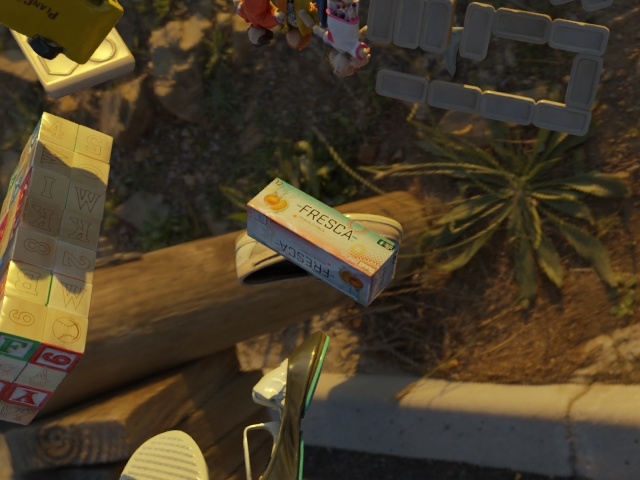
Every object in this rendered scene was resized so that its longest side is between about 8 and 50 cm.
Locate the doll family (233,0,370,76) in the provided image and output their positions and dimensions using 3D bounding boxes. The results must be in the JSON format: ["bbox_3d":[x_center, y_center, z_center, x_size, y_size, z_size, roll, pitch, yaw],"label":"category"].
[{"bbox_3d":[-0.004,-0.324,1.346,0.263,0.118,0.163,27,141,35],"label":"doll family"}]

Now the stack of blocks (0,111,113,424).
[{"bbox_3d":[-0.314,0.028,1.037,0.171,0.087,0.297,-46,35,41],"label":"stack of blocks"}]

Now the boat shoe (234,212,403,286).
[{"bbox_3d":[0.001,0.032,1.874,0.122,0.341,0.110,78,-176,-52],"label":"boat shoe"}]

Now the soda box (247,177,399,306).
[{"bbox_3d":[0.000,0.000,1.112,0.183,0.063,0.058,31,143,21],"label":"soda box"}]

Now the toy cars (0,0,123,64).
[{"bbox_3d":[-0.400,-0.243,0.928,0.176,0.393,0.087,94,157,-43],"label":"toy cars"}]

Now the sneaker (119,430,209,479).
[{"bbox_3d":[-0.177,0.420,1.190,0.366,0.135,0.150,-103,-2,-46],"label":"sneaker"}]

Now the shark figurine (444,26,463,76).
[{"bbox_3d":[0.200,-0.422,1.705,0.166,0.278,0.116,32,76,18],"label":"shark figurine"}]

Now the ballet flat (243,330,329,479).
[{"bbox_3d":[-0.055,0.251,1.324,0.095,0.096,0.281,108,173,-65],"label":"ballet flat"}]

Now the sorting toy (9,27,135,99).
[{"bbox_3d":[-0.509,-0.399,1.926,0.208,0.193,0.038,58,157,15],"label":"sorting toy"}]

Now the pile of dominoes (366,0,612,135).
[{"bbox_3d":[0.176,-0.229,0.984,0.251,0.040,0.196,14,121,13],"label":"pile of dominoes"}]
